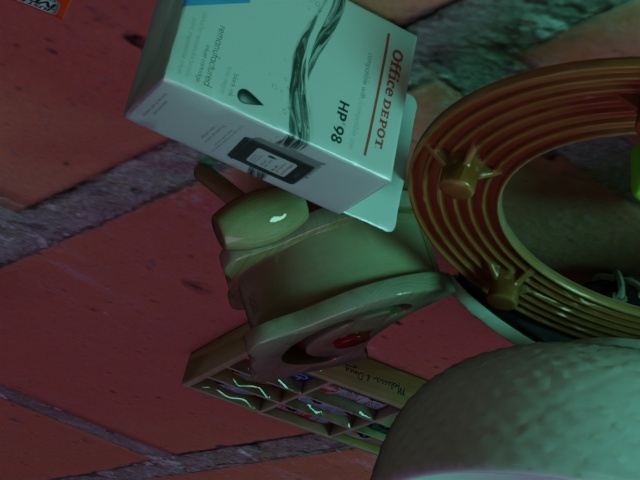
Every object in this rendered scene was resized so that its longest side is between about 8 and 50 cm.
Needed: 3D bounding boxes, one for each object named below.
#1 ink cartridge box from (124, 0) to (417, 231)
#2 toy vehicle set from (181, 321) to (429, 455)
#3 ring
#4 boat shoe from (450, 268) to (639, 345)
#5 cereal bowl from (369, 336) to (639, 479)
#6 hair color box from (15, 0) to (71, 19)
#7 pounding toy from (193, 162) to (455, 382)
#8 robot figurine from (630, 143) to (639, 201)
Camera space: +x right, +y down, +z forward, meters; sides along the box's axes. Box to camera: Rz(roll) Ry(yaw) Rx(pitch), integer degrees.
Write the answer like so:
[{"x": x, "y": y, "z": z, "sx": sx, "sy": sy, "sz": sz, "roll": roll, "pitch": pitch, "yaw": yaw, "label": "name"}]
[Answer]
[{"x": -0.010, "y": -0.088, "z": 0.751, "sx": 0.180, "sy": 0.104, "sz": 0.060, "roll": 23, "pitch": 152, "yaw": -22, "label": "ink cartridge box"}, {"x": 0.014, "y": 0.157, "z": 1.325, "sx": 0.267, "sy": 0.035, "sz": 0.166, "roll": 23, "pitch": 153, "yaw": -21, "label": "toy vehicle set"}, {"x": 0.212, "y": 0.006, "z": 0.769, "sx": 0.336, "sy": 0.032, "sz": 0.336, "roll": 15, "pitch": 153, "yaw": 8, "label": "ring"}, {"x": 0.239, "y": 0.070, "z": 0.986, "sx": 0.302, "sy": 0.091, "sz": 0.114, "roll": 25, "pitch": -165, "yaw": -17, "label": "boat shoe"}, {"x": 0.205, "y": 0.162, "z": 0.879, "sx": 0.339, "sy": 0.141, "sz": 0.339, "roll": 14, "pitch": 152, "yaw": 7, "label": "cereal bowl"}, {"x": -0.125, "y": -0.178, "z": 0.653, "sx": 0.043, "sy": 0.072, "sz": 0.141, "roll": 19, "pitch": 153, "yaw": -15, "label": "hair color box"}, {"x": 0.000, "y": 0.000, "z": 0.971, "sx": 0.154, "sy": 0.155, "sz": 0.269, "roll": -16, "pitch": 165, "yaw": -6, "label": "pounding toy"}, {"x": 0.244, "y": -0.027, "z": 0.802, "sx": 0.115, "sy": 0.067, "sz": 0.101, "roll": 24, "pitch": 139, "yaw": -23, "label": "robot figurine"}]
